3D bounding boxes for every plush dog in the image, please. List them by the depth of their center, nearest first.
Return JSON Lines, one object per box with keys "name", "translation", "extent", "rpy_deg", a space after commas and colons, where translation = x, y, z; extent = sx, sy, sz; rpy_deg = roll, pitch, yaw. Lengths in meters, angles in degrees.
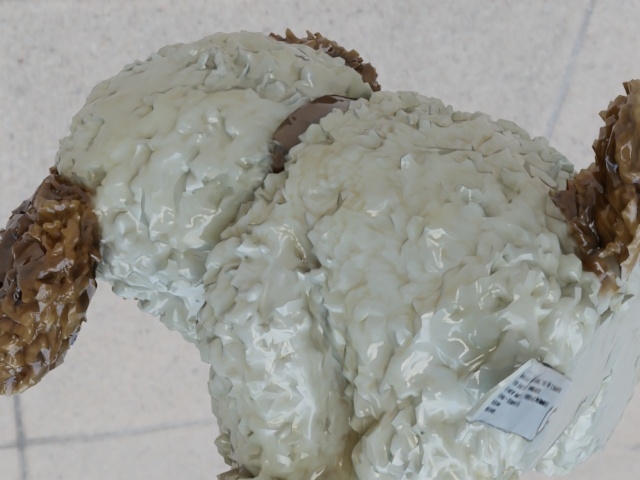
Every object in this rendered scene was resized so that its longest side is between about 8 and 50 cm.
{"name": "plush dog", "translation": [0.000, 0.000, 0.473], "extent": [0.262, 0.225, 0.210], "rpy_deg": [-35, 147, -46]}
